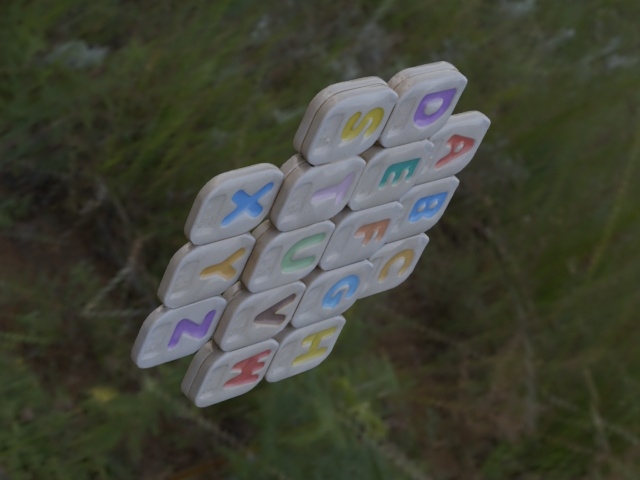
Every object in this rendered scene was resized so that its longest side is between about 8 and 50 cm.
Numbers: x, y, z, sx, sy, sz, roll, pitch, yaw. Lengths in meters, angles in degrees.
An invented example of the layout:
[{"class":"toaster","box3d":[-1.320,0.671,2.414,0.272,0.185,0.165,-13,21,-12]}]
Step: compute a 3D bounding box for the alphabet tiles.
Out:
[{"class":"alphabet tiles","box3d":[0.000,0.000,1.288,0.278,0.284,0.021,-16,52,-44]}]
